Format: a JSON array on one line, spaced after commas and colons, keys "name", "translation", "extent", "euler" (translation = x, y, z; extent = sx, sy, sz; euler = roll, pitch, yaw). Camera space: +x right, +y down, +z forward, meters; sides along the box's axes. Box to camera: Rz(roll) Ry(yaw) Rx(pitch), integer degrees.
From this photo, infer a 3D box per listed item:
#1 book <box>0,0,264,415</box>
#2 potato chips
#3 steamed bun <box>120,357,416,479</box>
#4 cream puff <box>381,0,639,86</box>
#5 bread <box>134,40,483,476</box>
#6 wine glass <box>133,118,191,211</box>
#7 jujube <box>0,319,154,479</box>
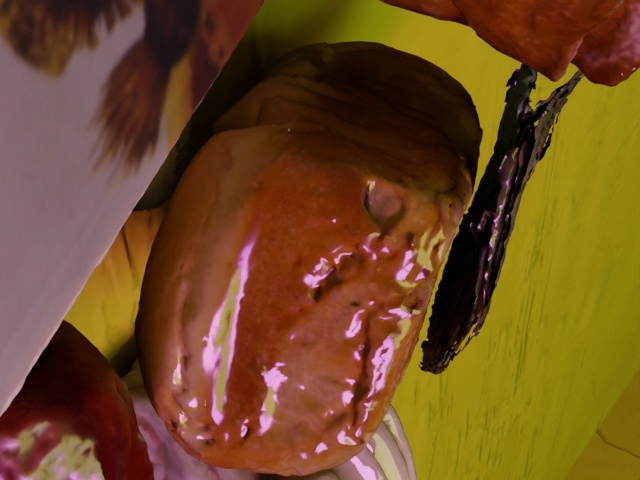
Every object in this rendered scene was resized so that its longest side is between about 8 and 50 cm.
[{"name": "book", "translation": [-0.109, -0.092, 0.363], "extent": [0.428, 0.039, 0.300], "euler": [-64, 150, -44]}, {"name": "potato chips", "translation": [0.092, -0.026, 0.849], "extent": [0.220, 0.029, 0.202], "euler": [78, 34, -89]}, {"name": "steamed bun", "translation": [-0.054, 0.201, 0.973], "extent": [0.289, 0.203, 0.276], "euler": [-36, 150, -51]}, {"name": "cream puff", "translation": [0.089, -0.176, 0.754], "extent": [0.269, 0.241, 0.155], "euler": [-57, 166, -66]}, {"name": "bread", "translation": [0.000, 0.000, 0.830], "extent": [0.167, 0.132, 0.294], "euler": [-65, 177, 17]}, {"name": "wine glass", "translation": [-0.082, -0.098, 0.672], "extent": [0.074, 0.074, 0.262], "euler": [-49, 160, -28]}, {"name": "jujube", "translation": [-0.136, 0.151, 0.737], "extent": [0.190, 0.190, 0.255], "euler": [-35, 136, -51]}]
